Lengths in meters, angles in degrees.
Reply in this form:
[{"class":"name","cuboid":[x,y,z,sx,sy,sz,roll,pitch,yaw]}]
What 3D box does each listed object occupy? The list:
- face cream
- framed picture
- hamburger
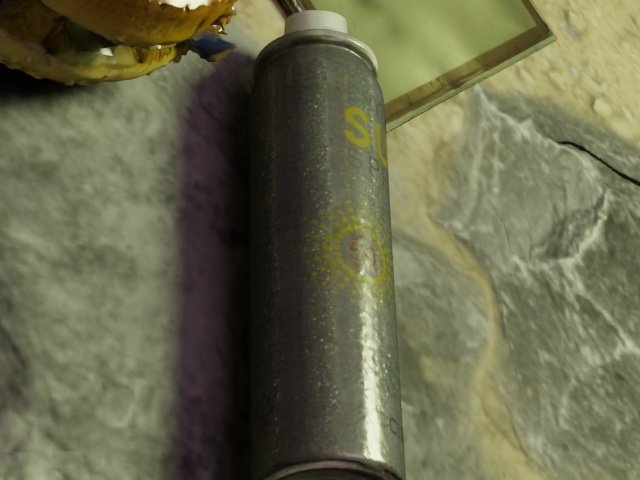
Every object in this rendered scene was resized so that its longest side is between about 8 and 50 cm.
[{"class":"face cream","cuboid":[0.000,0.000,0.860,0.073,0.073,0.283,23,50,-32]},{"class":"framed picture","cuboid":[0.050,-0.166,1.069,0.231,0.010,0.173,-29,85,-50]},{"class":"hamburger","cuboid":[-0.123,-0.158,0.815,0.191,0.118,0.182,-22,77,-53]}]
